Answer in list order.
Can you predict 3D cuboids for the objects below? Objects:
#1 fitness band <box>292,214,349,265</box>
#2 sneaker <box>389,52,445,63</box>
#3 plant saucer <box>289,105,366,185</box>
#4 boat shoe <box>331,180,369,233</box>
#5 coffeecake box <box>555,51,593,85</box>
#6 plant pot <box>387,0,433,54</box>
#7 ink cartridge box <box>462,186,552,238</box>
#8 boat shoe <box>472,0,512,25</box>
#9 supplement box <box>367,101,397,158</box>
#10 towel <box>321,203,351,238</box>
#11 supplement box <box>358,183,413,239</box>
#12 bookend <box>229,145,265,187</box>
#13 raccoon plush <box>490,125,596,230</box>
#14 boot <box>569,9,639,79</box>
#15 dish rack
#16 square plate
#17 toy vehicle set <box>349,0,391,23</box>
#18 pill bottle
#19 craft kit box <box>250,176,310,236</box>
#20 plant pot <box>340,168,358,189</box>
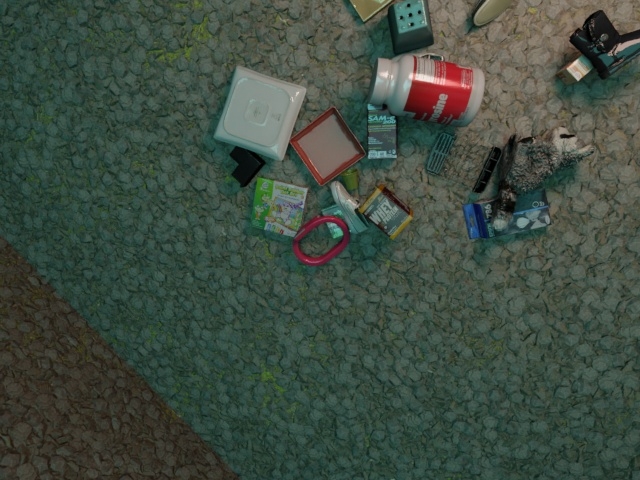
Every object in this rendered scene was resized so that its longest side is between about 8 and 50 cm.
[{"bbox_3d":[0.000,0.000,2.029,0.291,0.054,0.209,-38,114,21],"label":"fitness band"},{"bbox_3d":[0.389,-0.731,1.771,0.235,0.095,0.090,-1,105,14],"label":"sneaker"},{"bbox_3d":[0.034,-0.421,1.949,0.258,0.048,0.259,-34,94,18],"label":"plant saucer"},{"bbox_3d":[0.138,-0.155,1.958,0.088,0.096,0.267,-21,100,29],"label":"boat shoe"},{"bbox_3d":[1.002,-0.682,1.624,0.185,0.142,0.068,-43,91,18],"label":"coffeecake box"},{"bbox_3d":[0.347,-0.845,1.678,0.166,0.234,0.165,-10,101,15],"label":"plant pot"},{"bbox_3d":[0.794,-0.109,1.855,0.333,0.065,0.165,-14,101,16],"label":"ink cartridge box"},{"bbox_3d":[0.694,-0.982,1.637,0.340,0.127,0.113,-47,61,26],"label":"boat shoe"},{"bbox_3d":[0.268,-0.476,1.871,0.130,0.073,0.239,0,102,12],"label":"supplement box"},{"bbox_3d":[0.080,-0.094,2.032,0.113,0.023,0.152,-20,99,17],"label":"towel"},{"bbox_3d":[0.289,-0.130,1.889,0.194,0.191,0.129,41,108,1],"label":"supplement box"},{"bbox_3d":[-0.371,-0.360,2.037,0.156,0.072,0.157,43,109,0],"label":"bookend"},{"bbox_3d":[0.878,-0.239,1.740,0.299,0.216,0.446,12,109,4],"label":"raccoon plush"},{"bbox_3d":[1.020,-0.713,1.486,0.246,0.094,0.207,-39,97,24],"label":"boot"},{"bbox_3d":[0.597,-0.337,1.834,0.271,0.074,0.208,22,106,6],"label":"dish rack"},{"bbox_3d":[-0.278,-0.574,1.940,0.344,0.049,0.347,20,95,5],"label":"square plate"},{"bbox_3d":[0.242,-1.039,1.756,0.267,0.035,0.166,-31,95,17],"label":"toy vehicle set"},{"bbox_3d":[0.403,-0.589,1.693,0.408,0.229,0.229,9,106,-3],"label":"pill bottle"},{"bbox_3d":[-0.195,-0.158,2.061,0.250,0.061,0.246,13,103,8],"label":"craft kit box"},{"bbox_3d":[0.138,-0.272,1.952,0.083,0.083,0.079,-10,113,14],"label":"plant pot"}]
